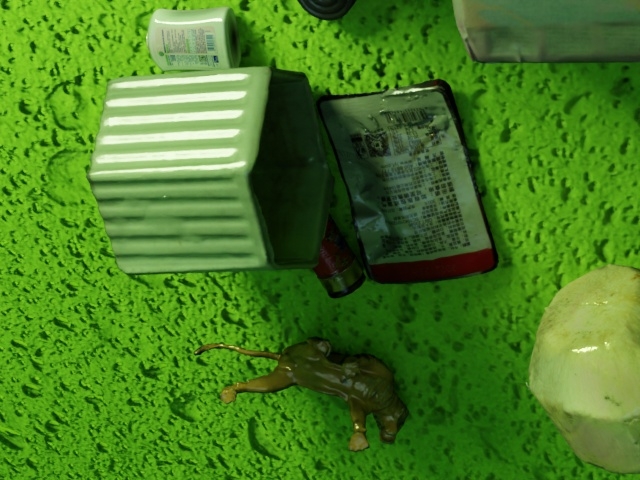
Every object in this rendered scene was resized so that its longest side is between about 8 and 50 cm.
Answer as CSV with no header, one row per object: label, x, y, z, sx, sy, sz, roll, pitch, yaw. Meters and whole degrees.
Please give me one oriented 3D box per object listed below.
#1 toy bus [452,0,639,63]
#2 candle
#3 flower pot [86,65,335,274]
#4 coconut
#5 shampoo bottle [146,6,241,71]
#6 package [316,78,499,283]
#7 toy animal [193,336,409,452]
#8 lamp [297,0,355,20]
toy bus,0.314,-0.260,1.863,0.386,0.171,0.162,1,127,14
candle,0.000,0.000,2.177,0.052,0.052,0.131,-21,112,26
flower pot,-0.111,-0.070,2.064,0.189,0.209,0.239,-1,122,20
coconut,0.336,0.152,2.080,0.197,0.237,0.237,-35,110,-6
shampoo bottle,-0.138,-0.212,2.088,0.099,0.043,0.072,1,122,16
package,0.093,-0.059,2.124,0.154,0.030,0.239,-7,116,21
toy animal,-0.019,0.149,2.261,0.255,0.116,0.114,21,101,9
lamp,-0.136,-0.319,1.981,0.371,0.108,0.130,39,123,-10
